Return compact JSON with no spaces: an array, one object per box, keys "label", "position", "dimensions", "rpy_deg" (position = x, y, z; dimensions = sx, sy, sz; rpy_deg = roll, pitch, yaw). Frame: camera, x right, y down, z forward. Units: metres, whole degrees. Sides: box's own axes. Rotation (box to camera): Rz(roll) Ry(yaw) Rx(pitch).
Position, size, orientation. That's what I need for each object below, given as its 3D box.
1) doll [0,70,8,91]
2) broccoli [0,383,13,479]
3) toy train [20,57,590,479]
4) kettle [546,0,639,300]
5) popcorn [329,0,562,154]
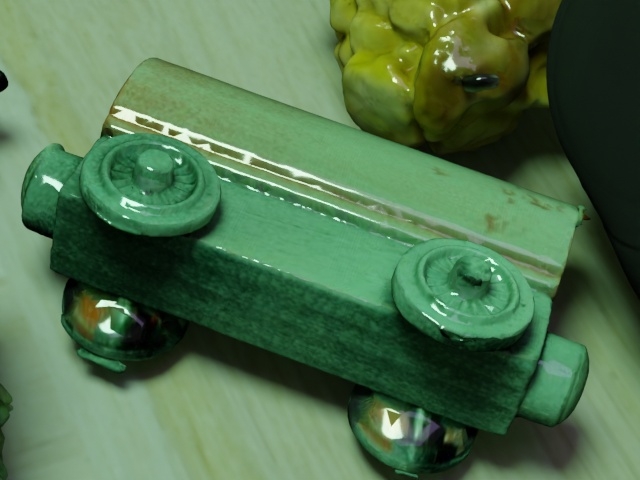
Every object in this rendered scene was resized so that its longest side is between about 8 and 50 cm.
[{"label":"doll","position":[-0.270,-0.094,0.763],"dimensions":[0.219,0.067,0.091],"rpy_deg":[27,57,18]},{"label":"broccoli","position":[-0.286,0.051,0.541],"dimensions":[0.280,0.293,0.348],"rpy_deg":[-5,30,35]},{"label":"toy train","position":[0.000,0.000,0.722],"dimensions":[0.285,0.116,0.177],"rpy_deg":[19,40,6]},{"label":"kettle","position":[0.247,-0.061,0.744],"dimensions":[0.255,0.240,0.165],"rpy_deg":[-9,10,-40]},{"label":"popcorn","position":[0.084,-0.133,0.810],"dimensions":[0.163,0.140,0.194],"rpy_deg":[28,71,34]}]
